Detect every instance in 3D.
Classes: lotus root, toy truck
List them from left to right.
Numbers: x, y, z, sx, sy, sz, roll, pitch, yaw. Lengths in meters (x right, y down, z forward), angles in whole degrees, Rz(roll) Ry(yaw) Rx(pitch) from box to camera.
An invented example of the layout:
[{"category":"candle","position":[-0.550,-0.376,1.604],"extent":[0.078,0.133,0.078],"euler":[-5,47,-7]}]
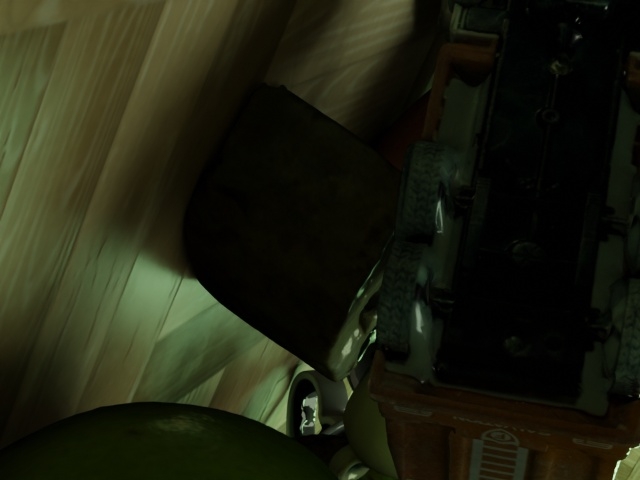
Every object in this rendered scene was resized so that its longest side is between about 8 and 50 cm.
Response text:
[{"category":"lotus root","position":[0.000,0.000,0.909],"extent":[0.138,0.119,0.235],"euler":[-59,168,-7]},{"category":"toy truck","position":[0.115,-0.021,0.784],"extent":[0.162,0.136,0.305],"euler":[83,18,-60]}]

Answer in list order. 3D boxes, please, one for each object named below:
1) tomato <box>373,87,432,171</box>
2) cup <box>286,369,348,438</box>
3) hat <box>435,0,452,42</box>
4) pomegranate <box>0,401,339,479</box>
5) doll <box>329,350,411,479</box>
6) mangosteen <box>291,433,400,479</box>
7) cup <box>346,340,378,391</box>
[{"category":"tomato","position":[0.170,-0.010,1.175],"extent":[0.341,0.273,0.341],"euler":[-19,131,-23]},{"category":"cup","position":[0.019,0.239,1.309],"extent":[0.202,0.167,0.221],"euler":[-44,-157,52]},{"category":"hat","position":[0.201,-0.204,1.064],"extent":[0.214,0.244,0.149],"euler":[-35,131,-58]},{"category":"pomegranate","position":[-0.044,0.180,0.739],"extent":[0.310,0.358,0.216],"euler":[51,26,-70]},{"category":"doll","position":[0.115,0.047,0.937],"extent":[0.296,0.117,0.141],"euler":[-36,152,10]},{"category":"mangosteen","position":[-0.021,0.272,1.041],"extent":[0.306,0.306,0.360],"euler":[85,21,-68]},{"category":"cup","position":[0.139,0.087,1.503],"extent":[0.203,0.203,0.288],"euler":[-62,174,9]}]
